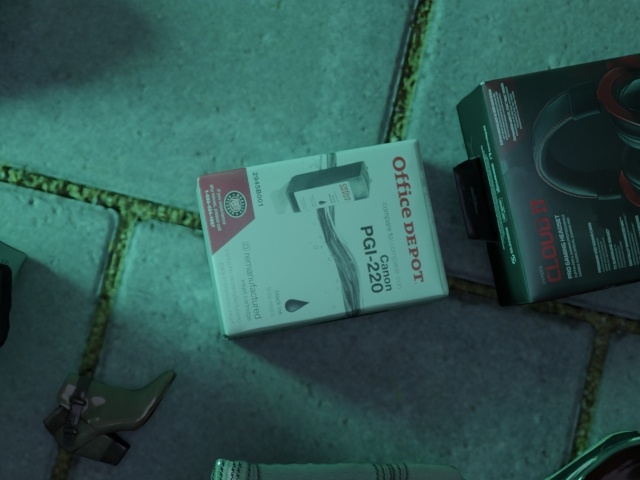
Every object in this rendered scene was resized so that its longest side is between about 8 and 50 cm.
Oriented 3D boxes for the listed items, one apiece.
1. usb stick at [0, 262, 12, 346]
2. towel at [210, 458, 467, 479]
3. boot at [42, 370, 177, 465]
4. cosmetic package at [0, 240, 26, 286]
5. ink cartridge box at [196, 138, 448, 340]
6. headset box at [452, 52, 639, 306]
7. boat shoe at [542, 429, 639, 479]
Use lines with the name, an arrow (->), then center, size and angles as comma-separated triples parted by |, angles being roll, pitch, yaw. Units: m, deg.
usb stick -> -0.374, 0.046, 0.810 | 0.278, 0.045, 0.077 | 1, 91, -5
towel -> 0.025, 0.348, 0.936 | 0.324, 0.056, 0.312 | 13, 78, -43
boot -> -0.205, 0.154, 1.031 | 0.087, 0.042, 0.118 | 34, 81, 1
cosmetic package -> -0.411, 0.147, 0.925 | 0.156, 0.217, 0.385 | 24, 84, -3
ink cartridge box -> 0.000, 0.000, 1.043 | 0.217, 0.092, 0.159 | -10, 85, -9
headset box -> 0.276, -0.062, 1.067 | 0.293, 0.110, 0.218 | -11, 86, -7
boat shoe -> 0.242, 0.270, 1.047 | 0.233, 0.079, 0.084 | -40, 91, -7
